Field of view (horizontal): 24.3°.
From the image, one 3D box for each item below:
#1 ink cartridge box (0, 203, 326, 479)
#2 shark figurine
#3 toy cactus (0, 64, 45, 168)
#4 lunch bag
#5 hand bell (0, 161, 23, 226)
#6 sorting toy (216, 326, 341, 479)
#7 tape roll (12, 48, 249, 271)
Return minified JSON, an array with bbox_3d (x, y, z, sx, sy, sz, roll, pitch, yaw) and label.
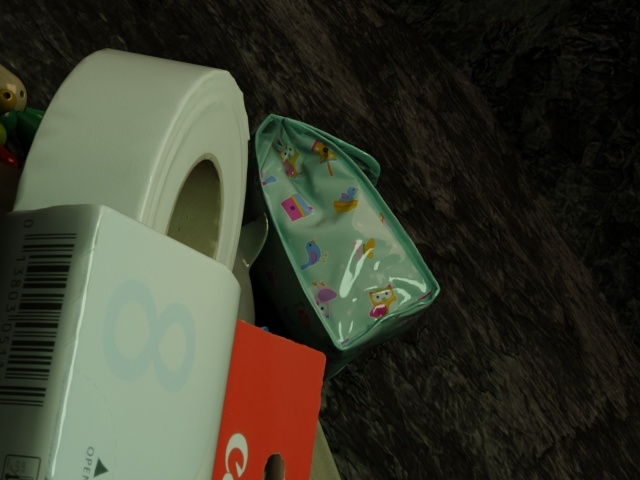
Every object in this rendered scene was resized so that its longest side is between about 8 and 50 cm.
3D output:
[{"bbox_3d":[-0.087,0.179,1.012,0.385,0.091,0.308,29,64,-52],"label":"ink cartridge box"},{"bbox_3d":[-0.120,-0.014,1.549,0.278,0.116,0.166,56,16,5],"label":"shark figurine"},{"bbox_3d":[-0.272,-0.114,1.389,0.180,0.112,0.219,47,23,15],"label":"toy cactus"},{"bbox_3d":[0.000,0.000,1.646,0.262,0.160,0.223,59,-12,10],"label":"lunch bag"},{"bbox_3d":[-0.327,-0.065,1.163,0.242,0.126,0.126,32,23,-19],"label":"hand bell"},{"bbox_3d":[-0.039,0.243,1.234,0.196,0.047,0.348,-60,137,-53],"label":"sorting toy"},{"bbox_3d":[-0.145,-0.006,1.179,0.100,0.286,0.286,11,12,12],"label":"tape roll"}]
